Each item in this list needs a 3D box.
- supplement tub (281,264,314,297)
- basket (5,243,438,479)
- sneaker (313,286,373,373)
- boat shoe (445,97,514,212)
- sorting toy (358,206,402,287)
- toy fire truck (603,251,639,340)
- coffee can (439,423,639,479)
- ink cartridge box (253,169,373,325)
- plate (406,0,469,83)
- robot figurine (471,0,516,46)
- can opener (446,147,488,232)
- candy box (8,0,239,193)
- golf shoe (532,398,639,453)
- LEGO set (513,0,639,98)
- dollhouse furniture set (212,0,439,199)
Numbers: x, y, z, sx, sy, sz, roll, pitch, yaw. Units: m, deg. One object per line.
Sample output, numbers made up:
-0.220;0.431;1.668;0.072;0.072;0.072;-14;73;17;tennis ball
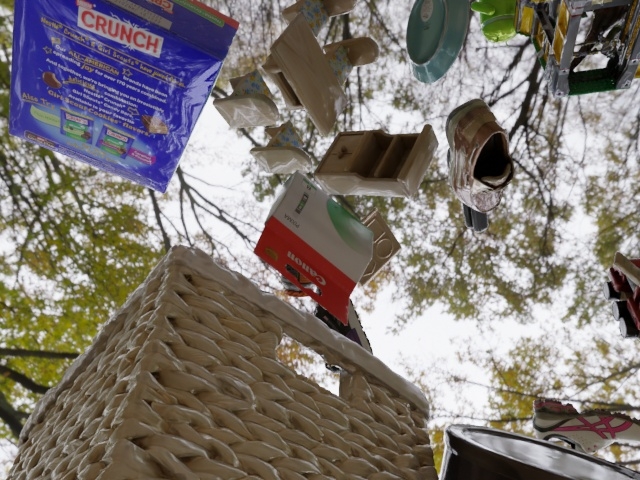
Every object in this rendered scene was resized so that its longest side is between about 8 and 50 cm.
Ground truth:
-0.064;0.074;1.518;0.117;0.190;0.117;3;-171;0;supplement tub
-0.103;0.251;0.442;0.328;0.331;0.266;36;-154;-21;basket
0.017;0.179;1.182;0.124;0.107;0.283;-19;-112;-11;sneaker
0.346;-0.150;1.044;0.123;0.324;0.116;-34;-129;4;boat shoe
0.152;0.023;1.573;0.193;0.208;0.038;-43;-147;-11;sorting toy
0.818;0.110;1.272;0.159;0.246;0.217;-4;-143;14;toy fire truck
0.194;0.338;0.451;0.202;0.201;0.275;11;-100;10;coffee can
0.000;0.000;0.767;0.181;0.056;0.224;39;-155;-15;ink cartridge box
0.192;-0.373;0.858;0.024;0.188;0.188;-3;-137;-21;plate
0.301;-0.386;0.819;0.101;0.115;0.067;-8;-176;-43;robot figurine
0.404;-0.144;1.373;0.095;0.283;0.076;-25;-151;-13;can opener
-0.314;-0.251;0.763;0.268;0.317;0.122;22;-130;-21;candy box
0.459;0.328;0.834;0.186;0.067;0.085;6;-115;14;golf shoe
0.415;-0.336;0.620;0.332;0.192;0.254;2;-124;16;LEGO set
0.051;-0.282;1.046;0.257;0.394;0.362;6;-124;39;dollhouse furniture set
